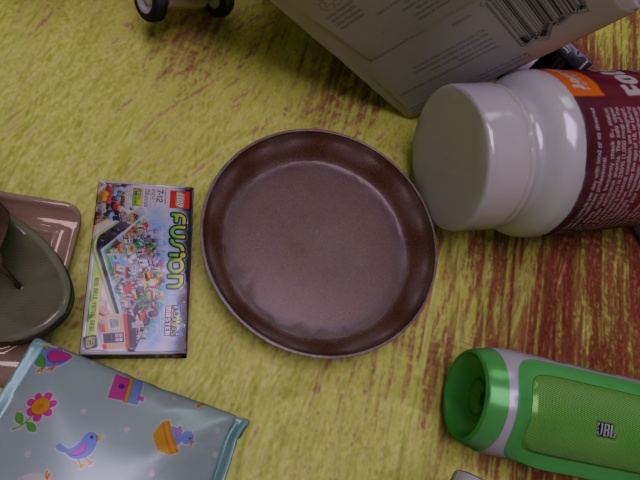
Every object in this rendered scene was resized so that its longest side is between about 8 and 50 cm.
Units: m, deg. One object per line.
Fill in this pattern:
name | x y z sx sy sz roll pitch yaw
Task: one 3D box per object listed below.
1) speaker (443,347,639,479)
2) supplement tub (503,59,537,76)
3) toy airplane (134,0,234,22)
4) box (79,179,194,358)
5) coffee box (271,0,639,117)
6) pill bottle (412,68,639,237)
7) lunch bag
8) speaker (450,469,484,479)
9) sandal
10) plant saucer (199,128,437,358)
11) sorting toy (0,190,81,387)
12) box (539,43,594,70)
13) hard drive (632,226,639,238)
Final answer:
speaker | 0.308 0.217 0.649 0.296 0.131 0.131 14 66 -10
supplement tub | 0.314 -0.326 0.895 0.107 0.071 0.071 46 65 6
toy airplane | -0.237 -0.515 0.700 0.384 0.272 0.386 18 48 -19
box | -0.210 0.032 0.624 0.114 0.036 0.207 2 68 -15
coffee box | 0.153 -0.432 0.678 0.338 0.337 0.335 26 59 -39
pill bottle | 0.344 -0.122 0.738 0.391 0.224 0.224 -6 71 -18
lunch bag | -0.212 0.258 0.469 0.223 0.160 0.262 23 59 -7
speaker | 0.120 0.287 0.486 0.055 0.055 0.136 36 63 0
sandal | -0.371 -0.020 0.529 0.120 0.086 0.303 -38 86 -22
plant saucer | 0.000 0.000 0.690 0.310 0.050 0.311 6 68 -14
sorting toy | -0.380 0.046 0.574 0.192 0.038 0.209 9 71 -12
box | 0.381 -0.334 0.899 0.162 0.116 0.029 45 105 6
hard drive | 0.633 0.039 0.850 0.171 0.054 0.255 -25 78 -23
